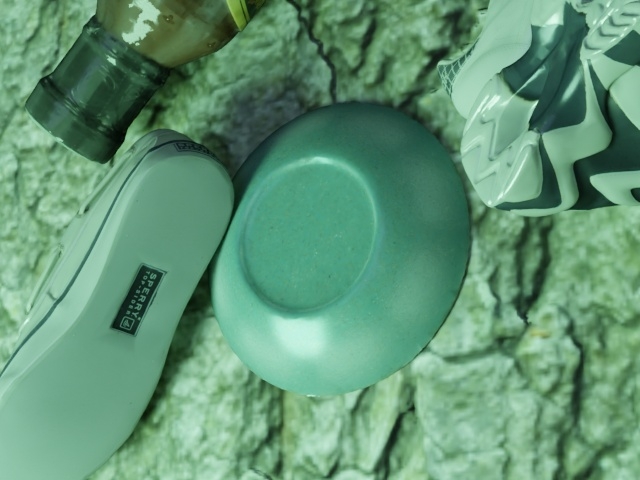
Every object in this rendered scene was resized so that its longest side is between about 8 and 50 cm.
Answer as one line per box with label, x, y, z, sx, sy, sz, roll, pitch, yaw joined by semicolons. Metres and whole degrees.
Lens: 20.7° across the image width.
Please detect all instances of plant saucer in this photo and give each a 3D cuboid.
plant saucer;0.000;0.000;1.112;0.195;0.037;0.195;-9;72;28

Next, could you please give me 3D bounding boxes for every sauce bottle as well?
sauce bottle;-0.070;-0.205;1.169;0.344;0.111;0.111;-51;58;11

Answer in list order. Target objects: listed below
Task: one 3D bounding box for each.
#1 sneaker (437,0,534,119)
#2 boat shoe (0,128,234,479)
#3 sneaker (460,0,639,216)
sneaker;0.161;-0.162;1.035;0.235;0.090;0.095;-51;48;8
boat shoe;-0.152;0.046;1.162;0.268;0.096;0.088;-64;28;10
sneaker;0.194;-0.101;0.946;0.235;0.153;0.094;-63;35;31
